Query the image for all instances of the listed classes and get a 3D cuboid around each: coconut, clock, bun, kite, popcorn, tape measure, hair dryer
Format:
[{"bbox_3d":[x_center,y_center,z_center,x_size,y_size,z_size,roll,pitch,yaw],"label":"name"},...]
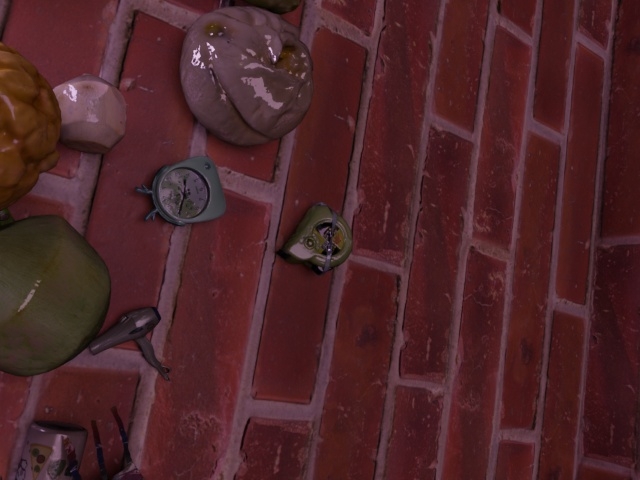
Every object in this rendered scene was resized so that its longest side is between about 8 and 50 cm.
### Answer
[{"bbox_3d":[-0.500,-0.277,1.301,0.161,0.161,0.162,11,79,-33],"label":"coconut"},{"bbox_3d":[-0.340,-0.113,1.450,0.211,0.066,0.159,-17,96,-34],"label":"clock"},{"bbox_3d":[-0.164,-0.418,1.500,0.365,0.219,0.365,5,81,-34],"label":"bun"},{"bbox_3d":[-0.454,0.526,1.274,0.204,0.022,0.360,-30,128,-39],"label":"kite"},{"bbox_3d":[-0.681,-0.206,1.055,0.354,0.390,0.344,2,103,-65],"label":"popcorn"},{"bbox_3d":[0.000,0.000,1.655,0.175,0.106,0.200,36,65,-12],"label":"tape measure"},{"bbox_3d":[-0.571,0.097,1.151,0.328,0.281,0.328,-20,133,-23],"label":"coconut"},{"bbox_3d":[-0.438,0.260,1.382,0.167,0.067,0.199,-14,110,-25],"label":"hair dryer"}]

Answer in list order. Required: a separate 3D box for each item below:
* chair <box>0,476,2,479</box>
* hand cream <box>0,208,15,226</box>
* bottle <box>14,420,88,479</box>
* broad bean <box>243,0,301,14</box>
[{"bbox_3d":[-0.686,0.586,1.101,0.166,0.188,0.272,17,74,-32],"label":"chair"},{"bbox_3d":[-0.672,-0.075,1.248,0.036,0.023,0.122,-31,108,-32],"label":"hand cream"},{"bbox_3d":[-0.565,0.506,1.224,0.120,0.120,0.253,19,75,-32],"label":"bottle"},{"bbox_3d":[-0.172,-0.685,1.529,0.291,0.119,0.238,28,39,-20],"label":"broad bean"}]
